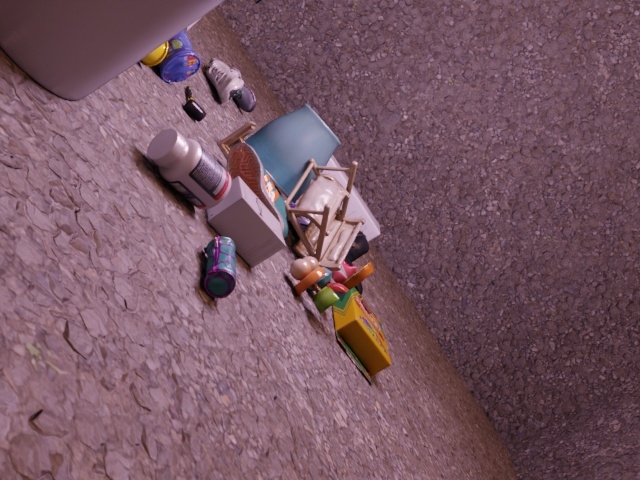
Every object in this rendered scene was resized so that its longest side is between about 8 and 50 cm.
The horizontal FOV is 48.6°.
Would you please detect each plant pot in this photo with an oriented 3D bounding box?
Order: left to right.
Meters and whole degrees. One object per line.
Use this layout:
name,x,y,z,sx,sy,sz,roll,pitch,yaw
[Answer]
plant pot,-0.084,-0.308,2.367,0.271,0.255,0.271,48,4,-4

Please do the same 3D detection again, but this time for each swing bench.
swing bench,0.016,-0.083,2.224,0.253,0.165,0.254,-60,149,-45

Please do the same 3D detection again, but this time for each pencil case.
pencil case,-0.449,-0.588,2.032,0.306,0.119,0.133,61,-20,24
pencil case,-0.202,0.051,1.428,0.151,0.065,0.070,-105,175,-60

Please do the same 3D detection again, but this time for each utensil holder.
utensil holder,-0.385,-0.485,1.283,0.327,0.385,0.327,54,12,-17

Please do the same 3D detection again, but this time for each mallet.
mallet,-0.382,-0.415,2.073,0.062,0.039,0.189,44,12,-43

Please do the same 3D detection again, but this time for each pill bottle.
pill bottle,-0.285,-0.157,1.537,0.180,0.108,0.108,47,15,-46

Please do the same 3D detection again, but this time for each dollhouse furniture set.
dollhouse furniture set,-0.206,-0.263,2.166,0.151,0.123,0.144,58,11,2

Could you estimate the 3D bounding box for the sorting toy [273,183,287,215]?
sorting toy,-0.156,-0.127,2.190,0.132,0.046,0.274,59,6,8

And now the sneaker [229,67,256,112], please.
sneaker,-0.332,-0.579,2.716,0.098,0.083,0.223,5,46,-51

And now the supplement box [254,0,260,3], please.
supplement box,-0.123,-0.481,1.251,0.083,0.056,0.083,60,10,14

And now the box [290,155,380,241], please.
box,0.043,-0.124,2.650,0.345,0.215,0.168,56,10,-8

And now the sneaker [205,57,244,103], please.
sneaker,-0.350,-0.571,2.510,0.118,0.110,0.292,43,8,-27

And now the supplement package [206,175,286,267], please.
supplement package,-0.179,-0.043,1.696,0.179,0.105,0.105,50,14,-35

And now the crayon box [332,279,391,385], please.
crayon box,0.124,0.281,2.204,0.202,0.081,0.318,54,12,-21

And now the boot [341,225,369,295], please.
boot,0.112,0.068,2.484,0.207,0.094,0.246,-31,82,-44

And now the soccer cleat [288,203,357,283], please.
soccer cleat,0.000,0.000,2.354,0.318,0.116,0.108,58,10,4

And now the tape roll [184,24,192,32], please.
tape roll,-0.483,-0.787,2.196,0.286,0.100,0.286,41,-11,10

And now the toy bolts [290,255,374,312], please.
toy bolts,0.018,0.091,2.016,0.158,0.218,0.228,52,-8,3

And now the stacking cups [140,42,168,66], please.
stacking cups,-0.495,-0.533,1.728,0.096,0.096,0.316,61,12,21

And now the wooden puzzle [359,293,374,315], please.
wooden puzzle,0.147,0.208,2.273,0.083,0.006,0.049,58,10,5

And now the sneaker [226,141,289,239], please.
sneaker,-0.174,-0.129,2.001,0.302,0.108,0.121,68,12,13
